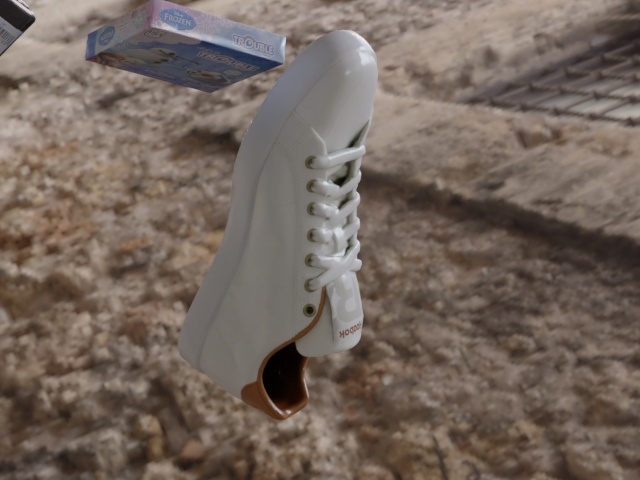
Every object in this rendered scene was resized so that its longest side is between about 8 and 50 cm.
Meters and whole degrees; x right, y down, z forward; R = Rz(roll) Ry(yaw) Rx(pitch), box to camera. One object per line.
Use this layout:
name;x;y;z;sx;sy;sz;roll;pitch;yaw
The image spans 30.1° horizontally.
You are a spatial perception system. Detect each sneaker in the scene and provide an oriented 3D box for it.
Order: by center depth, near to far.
sneaker;0.000;0.000;0.828;0.123;0.106;0.290;37;-56;25

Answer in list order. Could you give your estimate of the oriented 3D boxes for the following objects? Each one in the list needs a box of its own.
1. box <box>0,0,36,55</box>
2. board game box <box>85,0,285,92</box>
box;-0.189;-0.137;0.309;0.220;0.051;0.175;46;0;7
board game box;-0.083;-0.116;0.720;0.090;0.090;0.020;-11;-108;55
